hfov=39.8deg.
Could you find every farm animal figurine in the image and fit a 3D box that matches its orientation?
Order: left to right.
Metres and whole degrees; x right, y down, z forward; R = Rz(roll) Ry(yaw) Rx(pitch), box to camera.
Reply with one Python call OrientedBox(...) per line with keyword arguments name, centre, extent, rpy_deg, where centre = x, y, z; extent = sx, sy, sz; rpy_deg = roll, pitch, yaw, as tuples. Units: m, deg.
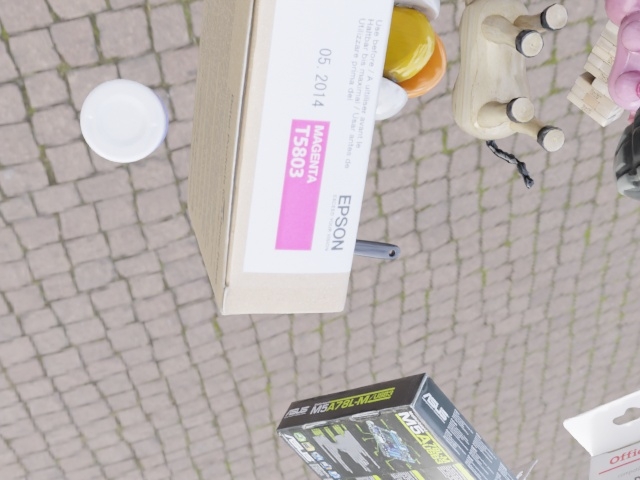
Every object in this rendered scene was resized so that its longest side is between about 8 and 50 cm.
OrientedBox(name="farm animal figurine", centre=(0.191, -0.261, 0.686), extent=(0.330, 0.172, 0.327), rpy_deg=(-38, 113, -3))

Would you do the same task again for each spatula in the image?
OrientedBox(name="spatula", centre=(0.000, 0.000, 1.524), extent=(0.296, 0.030, 0.084), rpy_deg=(11, 110, -14))

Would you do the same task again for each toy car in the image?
OrientedBox(name="toy car", centre=(0.056, -0.212, 0.987), extent=(0.136, 0.182, 0.159), rpy_deg=(27, 83, -59))

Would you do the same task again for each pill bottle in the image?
OrientedBox(name="pill bottle", centre=(-0.371, -0.231, 1.711), extent=(0.152, 0.272, 0.152), rpy_deg=(-1, 97, -7))

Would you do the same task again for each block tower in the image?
OrientedBox(name="block tower", centre=(0.540, -0.358, 1.488), extent=(0.091, 0.097, 0.335), rpy_deg=(-29, 153, -37))

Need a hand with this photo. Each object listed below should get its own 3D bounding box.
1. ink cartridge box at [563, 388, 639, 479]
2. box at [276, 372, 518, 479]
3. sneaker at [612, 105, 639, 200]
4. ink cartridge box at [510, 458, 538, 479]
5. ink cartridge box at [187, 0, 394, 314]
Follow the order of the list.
OrientedBox(name="ink cartridge box", centre=(0.496, 0.361, 1.168), extent=(0.207, 0.119, 0.353), rpy_deg=(-34, 105, 35))
OrientedBox(name="box", centre=(0.080, 0.214, 0.827), extent=(0.184, 0.045, 0.191), rpy_deg=(-24, 114, 43))
OrientedBox(name="sneaker", centre=(0.305, -0.080, 0.532), extent=(0.106, 0.101, 0.267), rpy_deg=(37, 136, -24))
OrientedBox(name="ink cartridge box", centre=(0.245, 0.394, 1.283), extent=(0.181, 0.062, 0.104), rpy_deg=(-37, 172, 31))
OrientedBox(name="ink cartridge box", centre=(-0.031, -0.094, 0.602), extent=(0.088, 0.193, 0.235), rpy_deg=(2, 114, -17))
